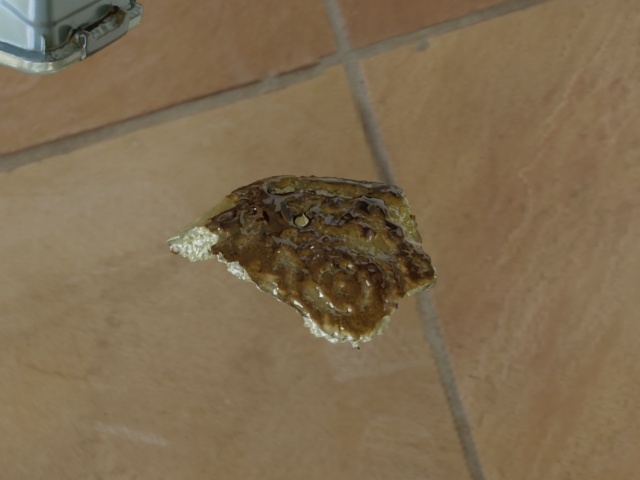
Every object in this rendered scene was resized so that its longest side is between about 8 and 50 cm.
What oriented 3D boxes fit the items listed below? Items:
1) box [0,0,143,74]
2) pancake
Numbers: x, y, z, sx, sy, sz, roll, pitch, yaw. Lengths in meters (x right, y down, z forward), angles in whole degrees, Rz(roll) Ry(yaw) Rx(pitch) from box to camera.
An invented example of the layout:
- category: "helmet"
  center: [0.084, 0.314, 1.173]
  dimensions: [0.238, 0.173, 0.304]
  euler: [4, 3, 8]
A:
- category: "box"
  center: [-0.274, -0.231, 1.092]
  dimensions: [0.162, 0.227, 0.130]
  euler: [-46, 152, -52]
- category: "pancake"
  center: [0.000, 0.000, 1.358]
  dimensions: [0.257, 0.056, 0.212]
  euler: [32, 55, 12]
